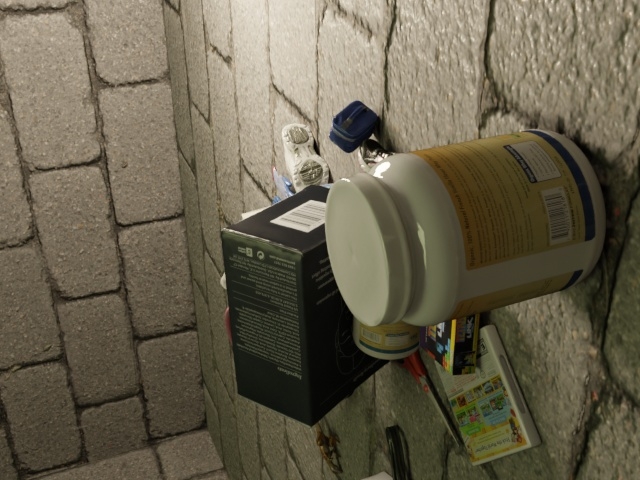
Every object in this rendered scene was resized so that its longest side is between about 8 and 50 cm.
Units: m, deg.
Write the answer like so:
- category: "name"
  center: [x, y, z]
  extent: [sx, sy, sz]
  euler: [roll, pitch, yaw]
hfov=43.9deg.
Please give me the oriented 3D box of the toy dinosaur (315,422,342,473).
- category: "toy dinosaur"
  center: [0.005, 0.572, 2.286]
  extent: [0.112, 0.064, 0.212]
  euler: [118, 136, -63]

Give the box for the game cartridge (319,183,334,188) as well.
- category: "game cartridge"
  center: [0.012, -0.107, 1.829]
  extent: [0.056, 0.083, 0.017]
  euler: [-126, 26, -49]

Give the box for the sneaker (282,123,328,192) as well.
- category: "sneaker"
  center: [-0.036, -0.171, 1.946]
  extent: [0.115, 0.090, 0.232]
  euler: [96, 163, -56]

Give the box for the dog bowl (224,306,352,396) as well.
- category: "dog bowl"
  center: [-0.096, 0.280, 2.080]
  extent: [0.408, 0.150, 0.408]
  euler: [40, 148, 32]

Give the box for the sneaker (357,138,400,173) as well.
- category: "sneaker"
  center: [0.139, -0.142, 1.507]
  extent: [0.178, 0.071, 0.077]
  euler: [54, 139, 33]

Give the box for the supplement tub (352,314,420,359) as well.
- category: "supplement tub"
  center: [0.135, 0.113, 1.527]
  extent: [0.144, 0.144, 0.200]
  euler: [-127, 31, -50]

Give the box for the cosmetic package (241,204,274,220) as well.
- category: "cosmetic package"
  center: [-0.139, 0.074, 2.284]
  extent: [0.160, 0.113, 0.310]
  euler: [-127, 26, -49]

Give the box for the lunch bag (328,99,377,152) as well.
- category: "lunch bag"
  center: [0.069, -0.232, 1.587]
  extent: [0.067, 0.098, 0.065]
  euler: [39, 151, 13]

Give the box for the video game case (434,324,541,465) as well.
- category: "video game case"
  center: [0.285, 0.276, 1.390]
  extent: [0.227, 0.026, 0.207]
  euler: [123, 132, -62]

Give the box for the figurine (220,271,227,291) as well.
- category: "figurine"
  center: [-0.110, 0.095, 1.921]
  extent: [0.209, 0.215, 0.092]
  euler: [43, 175, 39]

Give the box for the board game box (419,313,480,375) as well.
- category: "board game box"
  center: [0.224, 0.129, 1.385]
  extent: [0.141, 0.048, 0.171]
  euler: [-143, 53, -68]

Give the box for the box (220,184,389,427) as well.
- category: "box"
  center: [-0.019, 0.125, 1.654]
  extent: [0.211, 0.293, 0.396]
  euler: [15, 119, 34]

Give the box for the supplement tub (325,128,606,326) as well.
- category: "supplement tub"
  center: [0.186, -0.015, 1.053]
  extent: [0.228, 0.316, 0.229]
  euler: [168, 90, -70]

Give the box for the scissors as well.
- category: "scissors"
  center: [0.209, 0.278, 1.605]
  extent: [0.297, 0.021, 0.109]
  euler: [-124, 31, -49]

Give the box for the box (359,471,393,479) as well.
- category: "box"
  center: [0.128, 0.664, 1.899]
  extent: [0.091, 0.130, 0.171]
  euler: [-171, 69, -70]

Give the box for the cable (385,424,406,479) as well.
- category: "cable"
  center: [0.200, 0.567, 1.798]
  extent: [0.139, 0.072, 0.287]
  euler: [81, -178, -69]

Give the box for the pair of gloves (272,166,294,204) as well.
- category: "pair of gloves"
  center: [-0.098, -0.103, 2.226]
  extent: [0.159, 0.023, 0.198]
  euler: [-124, 24, -43]
